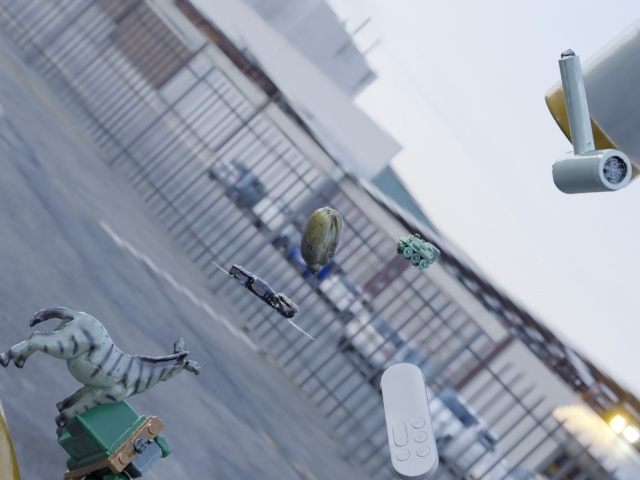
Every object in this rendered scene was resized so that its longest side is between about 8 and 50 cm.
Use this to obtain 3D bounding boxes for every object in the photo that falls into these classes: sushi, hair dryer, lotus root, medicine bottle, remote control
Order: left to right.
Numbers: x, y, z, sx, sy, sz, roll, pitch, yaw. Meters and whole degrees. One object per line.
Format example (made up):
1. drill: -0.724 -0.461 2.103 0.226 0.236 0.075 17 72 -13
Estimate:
1. sushi: -0.085 0.093 2.005 0.201 0.031 0.139 36 -3 21
2. lotus root: 0.000 0.000 1.700 0.054 0.099 0.049 11 12 -32
3. remote control: 0.147 0.300 1.971 0.245 0.077 0.022 -95 173 -49
4. hair dryer: 0.427 -0.193 1.904 0.131 0.073 0.236 180 -99 -68
5. medicine bottle: 0.577 -0.254 2.195 0.238 0.232 0.238 41 24 -23

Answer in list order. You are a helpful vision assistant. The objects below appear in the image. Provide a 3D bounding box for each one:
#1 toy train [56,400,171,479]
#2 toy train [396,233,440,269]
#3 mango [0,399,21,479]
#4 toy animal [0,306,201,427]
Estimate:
1. toy train: -0.281 0.261 1.535 0.136 0.091 0.227 51 -34 -9
2. toy train: 0.183 0.019 2.241 0.083 0.053 0.033 39 -2 -27
3. mango: -0.452 0.277 1.317 0.253 0.365 0.182 4 -1 0
4. toy animal: -0.262 0.143 1.411 0.217 0.176 0.073 56 0 -41
